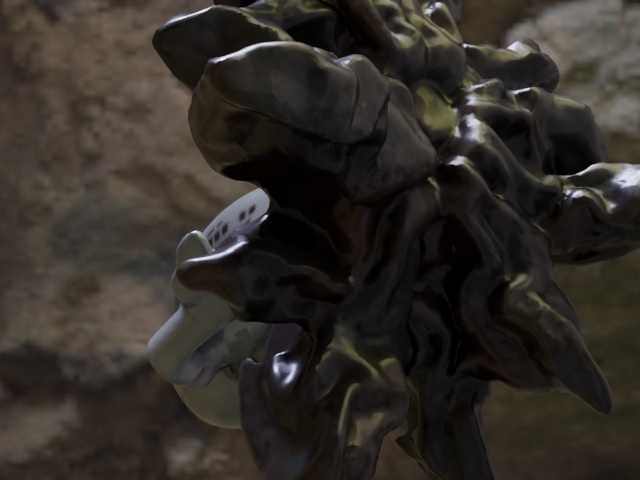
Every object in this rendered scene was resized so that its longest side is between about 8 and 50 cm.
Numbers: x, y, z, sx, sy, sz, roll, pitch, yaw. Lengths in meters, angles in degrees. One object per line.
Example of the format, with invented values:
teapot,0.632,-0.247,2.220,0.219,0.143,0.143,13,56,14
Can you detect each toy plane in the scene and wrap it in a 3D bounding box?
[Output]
toy plane,0.003,0.003,0.993,0.252,0.118,0.252,-39,-16,-13

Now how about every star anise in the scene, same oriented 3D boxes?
star anise,0.028,-0.030,0.637,0.212,0.129,0.282,36,-140,-26
